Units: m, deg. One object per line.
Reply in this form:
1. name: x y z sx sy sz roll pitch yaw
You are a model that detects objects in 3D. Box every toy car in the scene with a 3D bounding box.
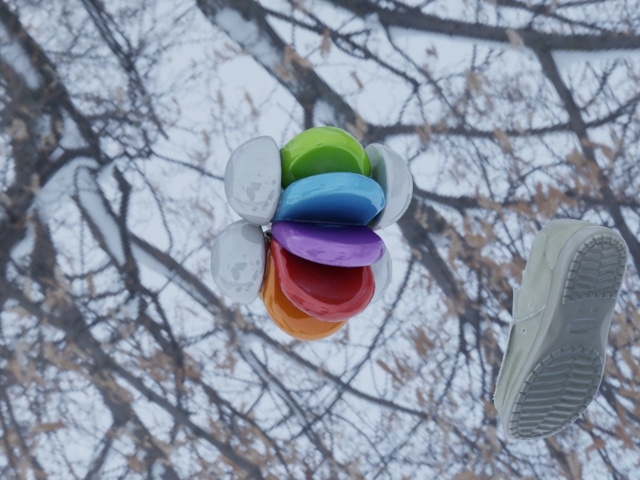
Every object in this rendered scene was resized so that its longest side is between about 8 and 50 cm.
1. toy car: 0.000 0.000 0.846 0.136 0.159 0.182 -122 -140 -59

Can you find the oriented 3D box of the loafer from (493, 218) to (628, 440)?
1. loafer: 0.249 0.093 1.076 0.092 0.102 0.268 -118 -142 -58
